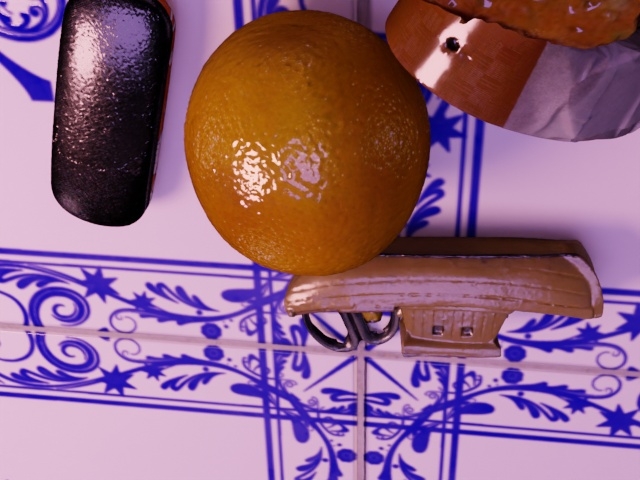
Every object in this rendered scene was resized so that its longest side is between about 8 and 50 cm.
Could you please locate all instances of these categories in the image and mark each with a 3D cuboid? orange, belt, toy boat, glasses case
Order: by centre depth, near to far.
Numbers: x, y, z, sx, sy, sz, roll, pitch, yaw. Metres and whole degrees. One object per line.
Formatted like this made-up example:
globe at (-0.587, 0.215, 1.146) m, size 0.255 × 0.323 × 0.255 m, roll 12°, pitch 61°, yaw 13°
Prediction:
belt at (0.180, -0.164, 0.838) m, size 0.261 × 0.184 × 0.105 m, roll 5°, pitch 135°, yaw -34°
orange at (-0.012, -0.085, 0.932) m, size 0.236 × 0.236 × 0.236 m, roll 5°, pitch 127°, yaw 6°
glasses case at (-0.202, -0.125, 1.025) m, size 0.103 × 0.067 × 0.267 m, roll 16°, pitch 128°, yaw -1°
toy boat at (0.124, 0.058, 1.083) m, size 0.321 × 0.089 × 0.121 m, roll -1°, pitch 111°, yaw 3°

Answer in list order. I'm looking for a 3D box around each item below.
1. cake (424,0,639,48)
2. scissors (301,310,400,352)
cake at (0.133, -0.284, 0.715) m, size 0.198 × 0.293 × 0.196 m, roll 13°, pitch 126°, yaw -7°
scissors at (0.000, 0.000, 1.115) m, size 0.109 × 0.022 × 0.300 m, roll -14°, pitch 122°, yaw 14°
